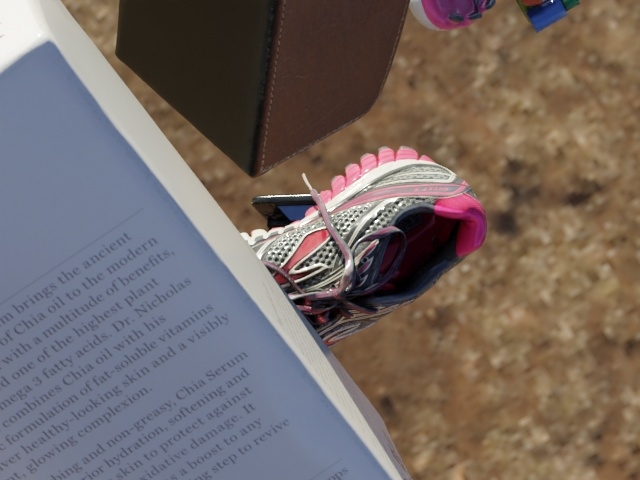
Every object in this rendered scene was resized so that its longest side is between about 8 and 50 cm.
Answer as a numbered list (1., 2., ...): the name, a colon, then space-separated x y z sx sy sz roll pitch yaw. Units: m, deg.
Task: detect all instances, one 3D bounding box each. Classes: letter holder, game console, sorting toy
1. letter holder: 0.003 -0.229 1.240 0.214 0.302 0.152 -29 58 -32
2. game console: 0.000 0.000 1.916 0.107 0.122 0.071 47 43 -69
3. sorting toy: 0.155 -0.181 1.343 0.061 0.042 0.102 62 6 6

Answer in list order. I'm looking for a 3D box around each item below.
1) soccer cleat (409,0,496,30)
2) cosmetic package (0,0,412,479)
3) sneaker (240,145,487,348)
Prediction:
1. soccer cleat: 0.158 -0.344 2.404 0.331 0.143 0.116 -48 126 -49
2. cosmetic package: -0.142 0.071 1.186 0.453 0.230 0.161 54 5 -32
3. sneaker: -0.007 0.035 1.495 0.299 0.112 0.121 -38 121 -10
